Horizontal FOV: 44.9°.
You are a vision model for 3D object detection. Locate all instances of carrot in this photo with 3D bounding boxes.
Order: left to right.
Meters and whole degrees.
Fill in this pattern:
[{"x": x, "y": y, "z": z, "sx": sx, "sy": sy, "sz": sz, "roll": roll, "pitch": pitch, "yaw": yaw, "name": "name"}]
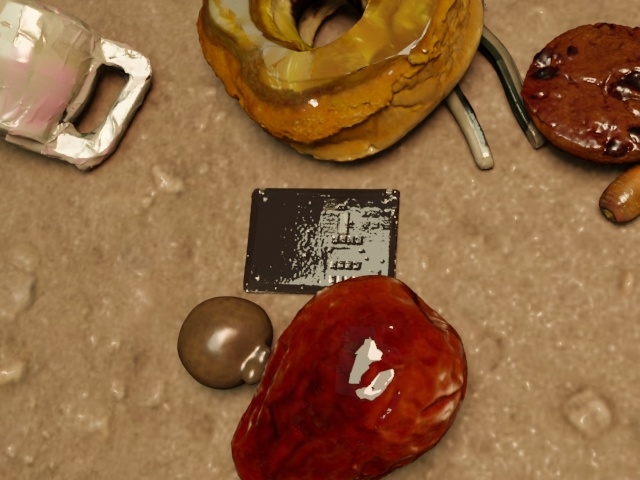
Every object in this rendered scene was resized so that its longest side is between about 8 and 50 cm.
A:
[{"x": 0.375, "y": -0.090, "z": 0.826, "sx": 0.191, "sy": 0.047, "sz": 0.047, "roll": -42, "pitch": 71, "yaw": -3, "name": "carrot"}]

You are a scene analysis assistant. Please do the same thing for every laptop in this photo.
[{"x": 0.000, "y": 0.000, "z": 0.901, "sx": 0.180, "sy": 0.016, "sz": 0.129, "roll": 0, "pitch": 75, "yaw": 14, "name": "laptop"}]

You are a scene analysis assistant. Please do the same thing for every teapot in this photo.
[{"x": -0.348, "y": -0.194, "z": 0.981, "sx": 0.163, "sy": 0.222, "sz": 0.178, "roll": 15, "pitch": 88, "yaw": 55, "name": "teapot"}]

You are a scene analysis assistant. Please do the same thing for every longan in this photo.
[{"x": -0.099, "y": 0.114, "z": 0.845, "sx": 0.119, "sy": 0.106, "sz": 0.106, "roll": 30, "pitch": 83, "yaw": 39, "name": "longan"}]

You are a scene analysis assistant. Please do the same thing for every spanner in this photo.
[{"x": 0.164, "y": -0.239, "z": 0.915, "sx": 0.096, "sy": 0.040, "sz": 0.324, "roll": -24, "pitch": 73, "yaw": 6, "name": "spanner"}]

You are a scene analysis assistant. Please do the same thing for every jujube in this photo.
[{"x": 0.025, "y": 0.157, "z": 0.781, "sx": 0.255, "sy": 0.190, "sz": 0.190, "roll": -44, "pitch": 70, "yaw": 17, "name": "jujube"}]

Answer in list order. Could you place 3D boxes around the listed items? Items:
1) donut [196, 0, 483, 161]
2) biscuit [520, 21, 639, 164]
[{"x": 0.007, "y": -0.249, "z": 0.876, "sx": 0.330, "sy": 0.160, "sz": 0.329, "roll": -4, "pitch": 82, "yaw": 28, "name": "donut"}, {"x": 0.313, "y": -0.163, "z": 0.834, "sx": 0.192, "sy": 0.049, "sz": 0.192, "roll": -3, "pitch": 54, "yaw": 4, "name": "biscuit"}]
